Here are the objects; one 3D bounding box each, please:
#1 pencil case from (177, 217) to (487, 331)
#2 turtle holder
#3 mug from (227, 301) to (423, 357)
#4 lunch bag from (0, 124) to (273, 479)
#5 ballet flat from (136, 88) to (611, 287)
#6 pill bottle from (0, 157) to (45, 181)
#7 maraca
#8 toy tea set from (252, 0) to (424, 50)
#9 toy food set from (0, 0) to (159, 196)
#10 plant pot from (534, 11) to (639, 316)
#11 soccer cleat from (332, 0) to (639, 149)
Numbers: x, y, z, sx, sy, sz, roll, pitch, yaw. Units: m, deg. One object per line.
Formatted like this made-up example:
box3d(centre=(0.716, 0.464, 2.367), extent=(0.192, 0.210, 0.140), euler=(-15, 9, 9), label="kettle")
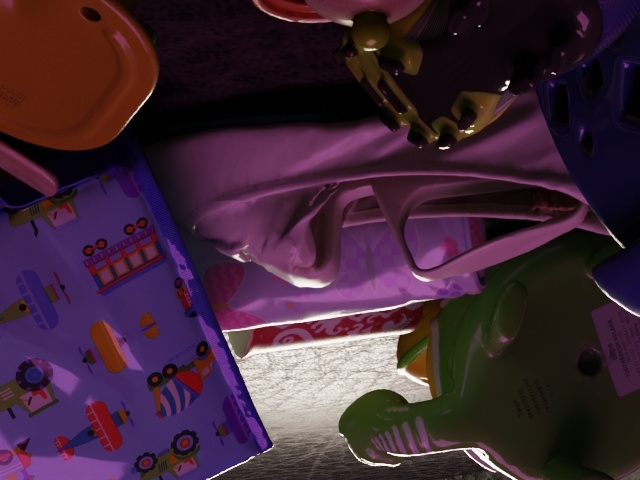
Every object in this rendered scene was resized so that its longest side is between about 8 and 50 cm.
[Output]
box3d(centre=(0.000, 0.000, 1.166), extent=(0.273, 0.124, 0.113), euler=(-7, -167, 13), label="pencil case")
box3d(centre=(0.202, 0.135, 1.380), extent=(0.243, 0.320, 0.227), euler=(41, 169, -15), label="turtle holder")
box3d(centre=(0.008, 0.043, 1.325), extent=(0.169, 0.113, 0.150), euler=(-3, 166, -18), label="mug")
box3d(centre=(-0.187, 0.068, 1.001), extent=(0.221, 0.138, 0.293), euler=(-26, 136, -10), label="lunch bag")
box3d(centre=(0.035, -0.032, 1.033), extent=(0.400, 0.139, 0.139), euler=(-7, 164, 11), label="ballet flat")
box3d(centre=(-0.234, -0.006, 1.072), extent=(0.117, 0.117, 0.208), euler=(-16, 160, 35), label="pill bottle")
box3d(centre=(0.163, 0.094, 1.572), extent=(0.185, 0.099, 0.127), euler=(-33, 167, 8), label="maraca")
box3d(centre=(-0.074, -0.145, 0.622), extent=(0.336, 0.124, 0.200), euler=(6, 161, -33), label="toy tea set")
box3d(centre=(-0.158, -0.118, 0.819), extent=(0.128, 0.071, 0.218), euler=(30, 149, -16), label="toy food set")
box3d(centre=(0.275, -0.073, 0.810), extent=(0.236, 0.212, 0.236), euler=(0, 163, -19), label="plant pot")
box3d(centre=(0.097, -0.126, 0.798), extent=(0.093, 0.121, 0.289), euler=(46, 163, -10), label="soccer cleat")
